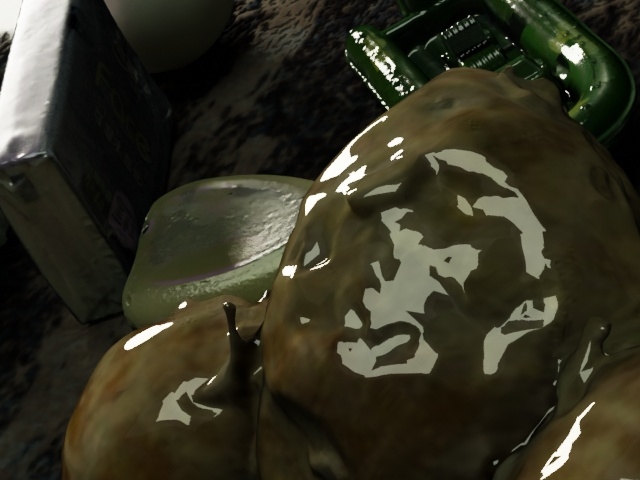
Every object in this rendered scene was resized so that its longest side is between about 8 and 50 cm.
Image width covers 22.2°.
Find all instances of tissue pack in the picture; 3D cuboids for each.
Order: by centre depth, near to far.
[{"bbox_3d":[-0.122,-0.051,0.837,0.051,0.112,0.156,-15,42,14],"label":"tissue pack"}]

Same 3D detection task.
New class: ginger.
[{"bbox_3d":[0.074,0.089,0.546,0.375,0.176,0.256,33,86,45],"label":"ginger"}]

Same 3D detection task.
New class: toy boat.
[{"bbox_3d":[0.084,-0.082,0.797,0.104,0.052,0.210,-29,36,-4],"label":"toy boat"}]

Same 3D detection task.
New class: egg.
[{"bbox_3d":[-0.106,-0.148,0.937,0.103,0.103,0.135,-44,43,-17],"label":"egg"}]

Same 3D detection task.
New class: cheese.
[{"bbox_3d":[0.000,0.000,0.773,0.192,0.037,0.097,-9,44,21],"label":"cheese"}]

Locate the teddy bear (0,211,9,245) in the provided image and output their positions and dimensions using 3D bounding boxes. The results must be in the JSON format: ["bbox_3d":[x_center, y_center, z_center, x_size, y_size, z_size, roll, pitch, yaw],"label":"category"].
[{"bbox_3d":[-0.220,-0.039,0.879,0.133,0.111,0.213,-50,49,35],"label":"teddy bear"}]
